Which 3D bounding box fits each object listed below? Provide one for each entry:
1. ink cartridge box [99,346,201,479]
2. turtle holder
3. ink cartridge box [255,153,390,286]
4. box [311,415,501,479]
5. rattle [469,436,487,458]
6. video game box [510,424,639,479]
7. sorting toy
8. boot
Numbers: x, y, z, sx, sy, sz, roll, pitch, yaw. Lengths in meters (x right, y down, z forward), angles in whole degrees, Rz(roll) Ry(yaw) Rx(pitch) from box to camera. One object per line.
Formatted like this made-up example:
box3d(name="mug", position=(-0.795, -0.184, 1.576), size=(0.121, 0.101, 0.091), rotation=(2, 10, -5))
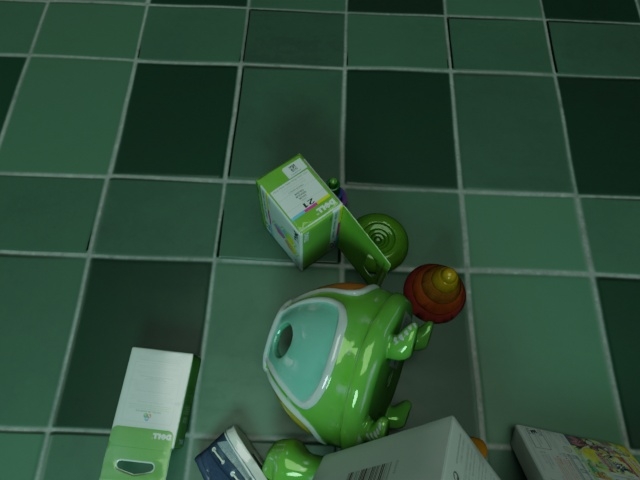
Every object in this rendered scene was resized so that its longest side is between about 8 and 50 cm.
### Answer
box3d(name="ink cartridge box", position=(-0.281, 0.292, 0.810), size=(0.109, 0.062, 0.209), rotation=(6, 68, 2))
box3d(name="turtle holder", position=(0.031, 0.221, 0.779), size=(0.227, 0.243, 0.320), rotation=(16, 107, 21))
box3d(name="ink cartridge box", position=(0.000, 0.000, 0.868), size=(0.097, 0.189, 0.255), rotation=(-34, 72, -15))
box3d(name="box", position=(0.150, 0.417, 0.563), size=(0.345, 0.215, 0.168), rotation=(53, 31, -6))
box3d(name="rattle", position=(0.197, 0.430, 0.776), size=(0.130, 0.143, 0.199), rotation=(-8, 77, 33))
box3d(name="video game box", position=(0.411, 0.370, 0.723), size=(0.187, 0.205, 0.048), rotation=(8, 103, 4))
box3d(name="sorting toy", position=(0.132, 0.000, 0.906), size=(0.365, 0.126, 0.127), rotation=(42, 73, 14))
box3d(name="boot", position=(-0.120, 0.401, 0.772), size=(0.086, 0.069, 0.190), rotation=(-38, 65, -8))
